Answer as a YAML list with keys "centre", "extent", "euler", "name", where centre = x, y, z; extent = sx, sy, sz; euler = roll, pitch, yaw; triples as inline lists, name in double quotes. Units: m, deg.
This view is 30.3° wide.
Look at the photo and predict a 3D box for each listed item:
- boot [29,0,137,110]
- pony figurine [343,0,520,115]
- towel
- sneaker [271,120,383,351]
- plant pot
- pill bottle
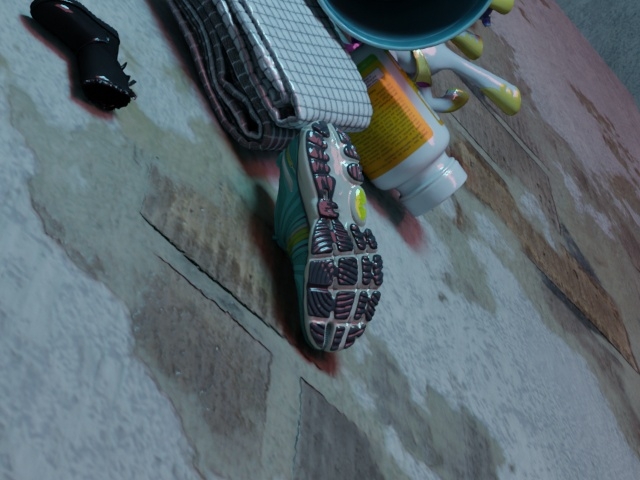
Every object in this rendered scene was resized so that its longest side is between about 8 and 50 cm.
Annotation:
- centre: [-0.247, -0.194, 1.235]
  extent: [0.121, 0.045, 0.099]
  euler: [26, 40, -48]
  name: "boot"
- centre: [0.166, -0.376, 1.957]
  extent: [0.363, 0.303, 0.351]
  euler: [6, 79, -39]
  name: "pony figurine"
- centre: [-0.074, -0.247, 1.533]
  extent: [0.283, 0.121, 0.235]
  euler: [62, 26, 10]
  name: "towel"
- centre: [0.000, 0.000, 1.365]
  extent: [0.107, 0.110, 0.275]
  euler: [11, 64, -35]
  name: "sneaker"
- centre: [0.107, -0.419, 1.668]
  extent: [0.271, 0.272, 0.255]
  euler: [49, 9, -14]
  name: "plant pot"
- centre: [0.100, -0.159, 1.711]
  extent: [0.245, 0.136, 0.136]
  euler: [52, 24, -8]
  name: "pill bottle"
